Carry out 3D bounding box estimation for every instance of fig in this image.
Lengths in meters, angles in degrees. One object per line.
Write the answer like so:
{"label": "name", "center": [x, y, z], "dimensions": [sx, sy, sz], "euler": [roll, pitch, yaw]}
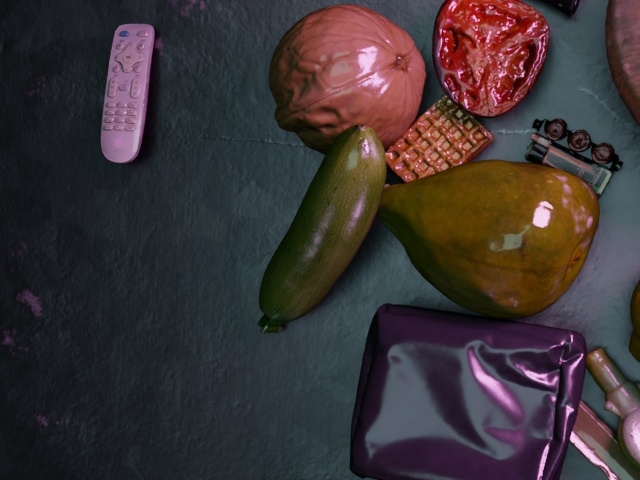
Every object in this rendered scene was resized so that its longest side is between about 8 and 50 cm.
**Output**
{"label": "fig", "center": [0.227, -0.010, 1.413], "dimensions": [0.314, 0.233, 0.233], "euler": [8, 93, 48]}

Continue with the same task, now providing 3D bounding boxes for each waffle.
{"label": "waffle", "center": [0.170, -0.137, 1.489], "dimensions": [0.148, 0.042, 0.102], "euler": [-43, 79, 12]}

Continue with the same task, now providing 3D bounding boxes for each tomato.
{"label": "tomato", "center": [0.236, -0.262, 1.450], "dimensions": [0.166, 0.082, 0.174], "euler": [20, 91, 11]}

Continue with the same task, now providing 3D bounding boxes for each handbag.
{"label": "handbag", "center": [0.207, 0.242, 1.408], "dimensions": [0.301, 0.178, 0.275], "euler": [8, 80, 21]}

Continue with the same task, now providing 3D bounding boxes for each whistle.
{"label": "whistle", "center": [0.437, 0.234, 1.399], "dimensions": [0.104, 0.057, 0.198], "euler": [-26, 72, -19]}

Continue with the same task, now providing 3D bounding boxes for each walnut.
{"label": "walnut", "center": [0.033, -0.224, 1.446], "dimensions": [0.228, 0.228, 0.228], "euler": [0, 90, 16]}

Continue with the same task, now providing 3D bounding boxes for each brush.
{"label": "brush", "center": [0.421, 0.315, 1.422], "dimensions": [0.054, 0.048, 0.282], "euler": [-47, 71, 9]}

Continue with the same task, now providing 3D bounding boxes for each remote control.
{"label": "remote control", "center": [-0.306, -0.235, 1.625], "dimensions": [0.073, 0.044, 0.229], "euler": [3, 83, 21]}

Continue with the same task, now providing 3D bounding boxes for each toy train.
{"label": "toy train", "center": [0.355, -0.118, 1.435], "dimensions": [0.138, 0.050, 0.087], "euler": [30, 101, 14]}

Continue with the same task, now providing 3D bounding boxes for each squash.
{"label": "squash", "center": [0.000, 0.000, 1.448], "dimensions": [0.107, 0.107, 0.395], "euler": [39, 128, 12]}

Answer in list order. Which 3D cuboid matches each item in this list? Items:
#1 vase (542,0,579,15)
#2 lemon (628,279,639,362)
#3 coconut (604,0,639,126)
{"label": "vase", "center": [0.291, -0.373, 1.447], "dimensions": [0.167, 0.059, 0.059], "euler": [22, 96, 15]}
{"label": "lemon", "center": [0.519, 0.093, 1.322], "dimensions": [0.248, 0.184, 0.184], "euler": [-27, 83, 18]}
{"label": "coconut", "center": [0.539, -0.257, 1.221], "dimensions": [0.404, 0.404, 0.405], "euler": [0, 90, 16]}
